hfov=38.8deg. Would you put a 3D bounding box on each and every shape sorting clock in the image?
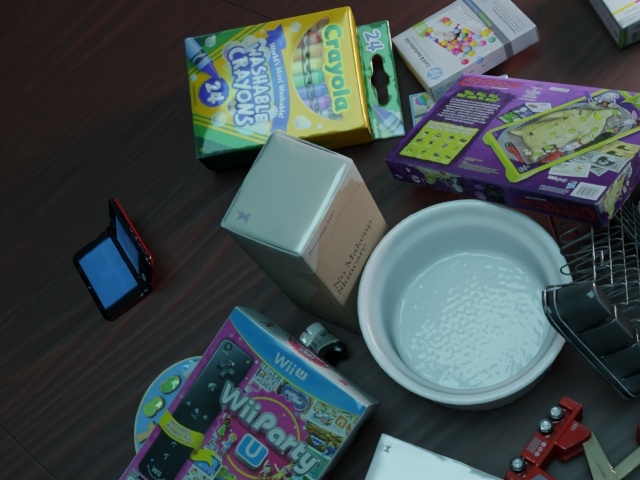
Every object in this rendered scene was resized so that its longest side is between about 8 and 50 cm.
[{"bbox_3d":[-0.176,0.267,1.308,0.206,0.040,0.206,-6,66,13],"label":"shape sorting clock"}]

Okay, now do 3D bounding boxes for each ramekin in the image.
[{"bbox_3d":[0.199,0.097,1.223,0.277,0.135,0.277,-6,67,14],"label":"ramekin"}]

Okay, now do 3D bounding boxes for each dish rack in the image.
[{"bbox_3d":[0.370,0.039,1.152,0.074,0.208,0.271,-24,35,35],"label":"dish rack"}]

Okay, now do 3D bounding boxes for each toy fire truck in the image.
[{"bbox_3d":[0.338,0.269,1.146,0.135,0.047,0.192,30,67,32],"label":"toy fire truck"}]

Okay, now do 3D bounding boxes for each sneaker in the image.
[{"bbox_3d":[-0.018,0.200,1.279,0.075,0.063,0.170,22,71,28],"label":"sneaker"}]

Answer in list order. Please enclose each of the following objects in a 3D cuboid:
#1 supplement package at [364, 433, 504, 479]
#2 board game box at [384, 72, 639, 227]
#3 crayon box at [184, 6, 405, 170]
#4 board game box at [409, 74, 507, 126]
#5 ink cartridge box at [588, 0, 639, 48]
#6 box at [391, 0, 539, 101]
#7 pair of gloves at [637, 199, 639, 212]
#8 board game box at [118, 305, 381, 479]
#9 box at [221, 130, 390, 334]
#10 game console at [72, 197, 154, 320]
[{"bbox_3d":[0.152,0.351,1.091,0.194,0.203,0.149,17,73,22],"label":"supplement package"},{"bbox_3d":[0.276,-0.134,1.220,0.347,0.056,0.208,19,62,46],"label":"board game box"},{"bbox_3d":[-0.042,-0.242,1.431,0.323,0.083,0.203,-9,78,8],"label":"crayon box"},{"bbox_3d":[0.220,-0.190,1.397,0.154,0.026,0.103,-10,66,11],"label":"board game box"},{"bbox_3d":[0.463,-0.408,1.401,0.109,0.062,0.209,-25,63,5],"label":"ink cartridge box"},{"bbox_3d":[0.224,-0.314,1.425,0.186,0.038,0.145,-30,49,3],"label":"box"},{"bbox_3d":[0.538,-0.077,1.174,0.204,0.042,0.240,36,122,26],"label":"pair of gloves"},{"bbox_3d":[-0.099,0.273,1.206,0.224,0.097,0.303,35,93,17],"label":"board game box"},{"bbox_3d":[0.000,0.000,1.219,0.121,0.311,0.148,22,77,24],"label":"box"},{"bbox_3d":[-0.330,0.029,1.429,0.085,0.124,0.144,-23,61,-25],"label":"game console"}]
